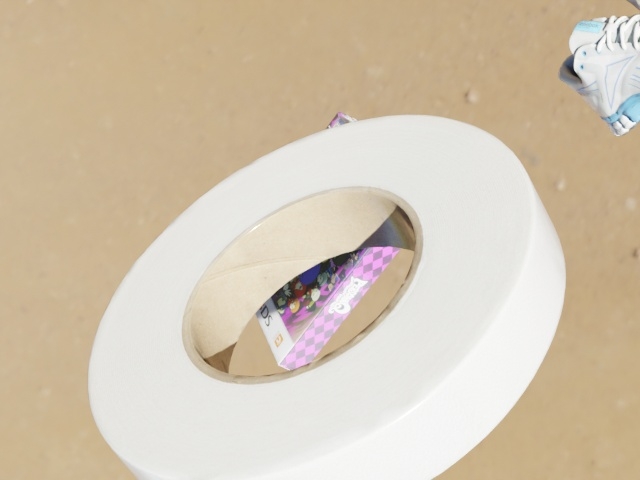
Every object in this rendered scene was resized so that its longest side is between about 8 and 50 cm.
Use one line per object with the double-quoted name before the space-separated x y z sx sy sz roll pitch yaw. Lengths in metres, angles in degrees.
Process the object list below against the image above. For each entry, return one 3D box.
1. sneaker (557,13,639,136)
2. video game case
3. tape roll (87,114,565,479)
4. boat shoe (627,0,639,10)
"sneaker" 0.226 -0.138 1.165 0.083 0.071 0.190 33 157 -3
"video game case" 0.000 0.000 1.811 0.042 0.210 0.232 24 114 -34
"tape roll" -0.002 0.055 1.246 0.392 0.392 0.072 -7 132 31
"boat shoe" 0.360 -0.235 1.453 0.355 0.132 0.130 43 153 19
